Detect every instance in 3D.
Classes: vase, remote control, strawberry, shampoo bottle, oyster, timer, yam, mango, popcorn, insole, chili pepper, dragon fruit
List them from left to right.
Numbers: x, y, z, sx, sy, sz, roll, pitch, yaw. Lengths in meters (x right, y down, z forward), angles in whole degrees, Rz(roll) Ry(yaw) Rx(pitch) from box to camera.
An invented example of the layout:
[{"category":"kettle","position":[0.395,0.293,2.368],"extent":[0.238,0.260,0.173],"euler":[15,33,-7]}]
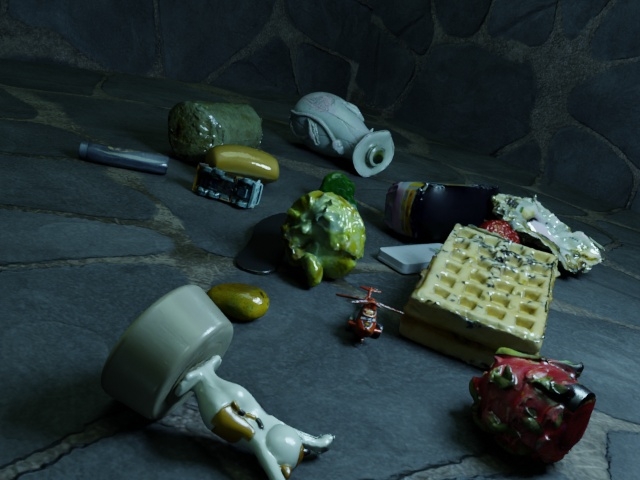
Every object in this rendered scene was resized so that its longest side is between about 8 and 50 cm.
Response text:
[{"category":"shampoo bottle","position":[-0.536,-0.226,1.799],"extent":[0.234,0.049,0.087],"euler":[10,18,-14]},{"category":"yam","position":[-0.334,-0.344,2.073],"extent":[0.195,0.195,0.300],"euler":[24,20,24]},{"category":"timer","position":[-0.117,0.201,0.819],"extent":[0.266,0.175,0.175],"euler":[38,25,13]},{"category":"mango","position":[-0.147,0.106,1.158],"extent":[0.114,0.057,0.079],"euler":[6,23,1]},{"category":"insole","position":[-0.106,-0.001,1.502],"extent":[0.119,0.009,0.348],"euler":[15,25,6]},{"category":"popcorn","position":[0.000,0.000,1.389],"extent":[0.198,0.197,0.212],"euler":[22,56,20]},{"category":"chili pepper","position":[0.043,-0.123,1.875],"extent":[0.136,0.099,0.270],"euler":[-8,23,9]},{"category":"vase","position":[0.080,-0.405,2.498],"extent":[0.250,0.249,0.445],"euler":[-2,30,-40]},{"category":"remote control","position":[0.259,0.043,1.656],"extent":[0.250,0.034,0.103],"euler":[-5,27,-42]},{"category":"strawberry","position":[0.483,0.019,1.795],"extent":[0.131,0.148,0.131],"euler":[8,-22,4]},{"category":"dragon fruit","position":[0.309,0.235,0.985],"extent":[0.166,0.160,0.172],"euler":[-43,43,-18]},{"category":"oyster","position":[0.634,-0.019,1.887],"extent":[0.354,0.107,0.201],"euler":[42,46,11]}]

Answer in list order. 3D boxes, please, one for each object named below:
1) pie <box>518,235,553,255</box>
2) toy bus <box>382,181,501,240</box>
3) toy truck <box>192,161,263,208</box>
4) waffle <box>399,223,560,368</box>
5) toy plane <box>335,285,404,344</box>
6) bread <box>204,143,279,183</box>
[{"category":"pie","position":[0.606,0.017,1.957],"extent":[0.183,0.049,0.182],"euler":[12,26,-6]},{"category":"toy bus","position":[0.343,-0.084,1.891],"extent":[0.387,0.171,0.162],"euler":[-1,7,-42]},{"category":"toy truck","position":[-0.237,-0.144,1.755],"extent":[0.178,0.080,0.115],"euler":[19,10,17]},{"category":"waffle","position":[0.339,0.105,1.332],"extent":[0.261,0.113,0.376],"euler":[18,29,19]},{"category":"toy plane","position":[0.079,0.130,1.233],"extent":[0.126,0.077,0.194],"euler":[12,11,-18]},{"category":"bread","position":[-0.225,-0.225,1.912],"extent":[0.217,0.098,0.147],"euler":[7,-1,-22]}]
